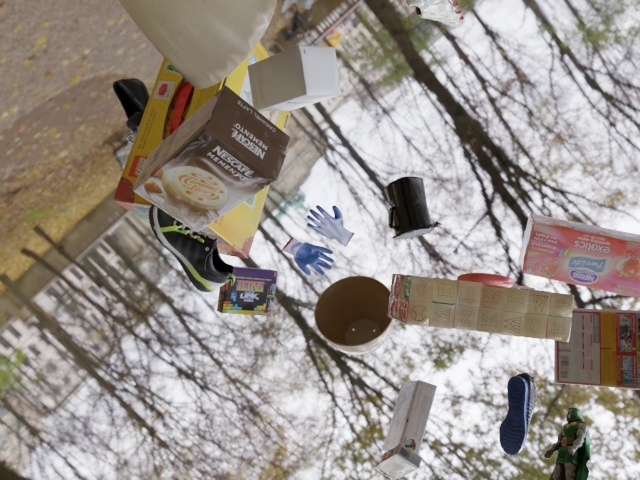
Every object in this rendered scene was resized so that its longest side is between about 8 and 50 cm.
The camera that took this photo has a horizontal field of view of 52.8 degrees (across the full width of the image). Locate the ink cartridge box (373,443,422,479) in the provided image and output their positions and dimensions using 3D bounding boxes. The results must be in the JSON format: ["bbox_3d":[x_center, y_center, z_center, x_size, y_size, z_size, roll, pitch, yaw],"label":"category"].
[{"bbox_3d":[0.173,0.502,1.458,0.115,0.062,0.029,-52,-174,49],"label":"ink cartridge box"}]

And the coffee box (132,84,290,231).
[{"bbox_3d":[-0.184,-0.125,1.067,0.246,0.141,0.098,-27,-143,45],"label":"coffee box"}]

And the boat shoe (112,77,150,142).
[{"bbox_3d":[-0.484,-0.311,1.718,0.109,0.258,0.089,-42,162,35],"label":"boat shoe"}]

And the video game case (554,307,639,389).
[{"bbox_3d":[0.767,0.284,1.701,0.285,0.204,0.025,0,172,24],"label":"video game case"}]

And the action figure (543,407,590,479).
[{"bbox_3d":[0.544,0.474,1.418,0.137,0.063,0.232,-41,-161,54],"label":"action figure"}]

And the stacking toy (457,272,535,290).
[{"bbox_3d":[0.448,0.193,1.887,0.309,0.279,0.130,-18,-118,56],"label":"stacking toy"}]

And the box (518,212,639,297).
[{"bbox_3d":[0.689,0.036,1.691,0.154,0.299,0.142,-44,145,-73],"label":"box"}]

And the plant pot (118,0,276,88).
[{"bbox_3d":[-0.268,-0.468,1.201,0.256,0.274,0.257,-26,-132,33],"label":"plant pot"}]

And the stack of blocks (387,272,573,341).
[{"bbox_3d":[0.289,0.123,1.204,0.171,0.297,0.087,153,-56,-85],"label":"stack of blocks"}]

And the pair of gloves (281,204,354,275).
[{"bbox_3d":[0.000,0.000,1.718,0.198,0.159,0.023,-52,-149,8],"label":"pair of gloves"}]

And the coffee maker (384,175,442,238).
[{"bbox_3d":[0.291,-0.108,2.017,0.171,0.178,0.120,-15,168,28],"label":"coffee maker"}]

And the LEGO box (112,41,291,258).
[{"bbox_3d":[-0.268,-0.249,1.637,0.372,0.193,0.500,48,54,-64],"label":"LEGO box"}]

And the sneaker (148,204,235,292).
[{"bbox_3d":[-0.261,0.003,1.361,0.097,0.235,0.084,-27,-159,21],"label":"sneaker"}]

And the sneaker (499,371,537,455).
[{"bbox_3d":[0.563,0.483,1.807,0.090,0.232,0.081,-2,-168,-45],"label":"sneaker"}]

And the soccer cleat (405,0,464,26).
[{"bbox_3d":[0.242,-0.495,1.364,0.076,0.068,0.196,-26,165,27],"label":"soccer cleat"}]

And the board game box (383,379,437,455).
[{"bbox_3d":[0.226,0.462,1.661,0.305,0.053,0.193,90,18,-77],"label":"board game box"}]

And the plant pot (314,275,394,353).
[{"bbox_3d":[0.137,0.295,2.292,0.284,0.191,0.284,-9,-130,10],"label":"plant pot"}]

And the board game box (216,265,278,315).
[{"bbox_3d":[-0.219,0.152,1.949,0.048,0.170,0.141,9,-88,58],"label":"board game box"}]

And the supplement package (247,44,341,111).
[{"bbox_3d":[-0.058,-0.345,1.388,0.105,0.105,0.179,-11,-176,-42],"label":"supplement package"}]
